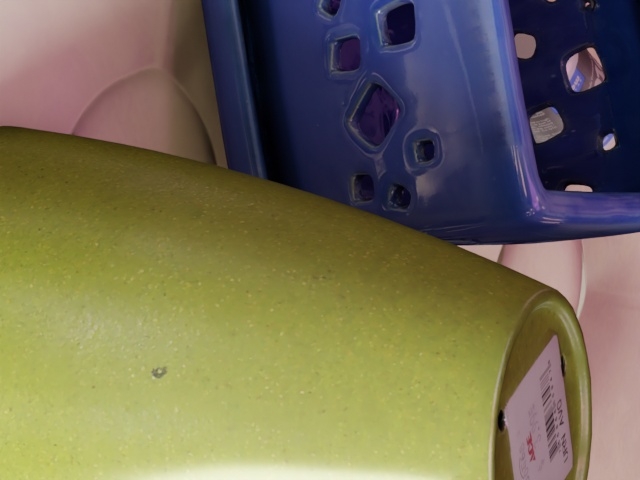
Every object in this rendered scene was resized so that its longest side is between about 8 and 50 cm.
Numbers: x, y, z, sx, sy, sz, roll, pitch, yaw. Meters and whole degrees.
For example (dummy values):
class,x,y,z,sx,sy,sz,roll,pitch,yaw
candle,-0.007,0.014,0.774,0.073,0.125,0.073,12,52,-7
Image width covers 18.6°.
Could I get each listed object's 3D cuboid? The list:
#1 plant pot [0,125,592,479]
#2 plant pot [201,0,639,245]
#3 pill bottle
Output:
class,x,y,z,sx,sy,sz,roll,pitch,yaw
plant pot,-0.031,0.082,0.931,0.275,0.293,0.275,-5,95,-64
plant pot,0.067,-0.103,1.125,0.236,0.212,0.236,0,79,-56
pill bottle,0.162,-0.116,1.412,0.137,0.078,0.078,38,64,-51
